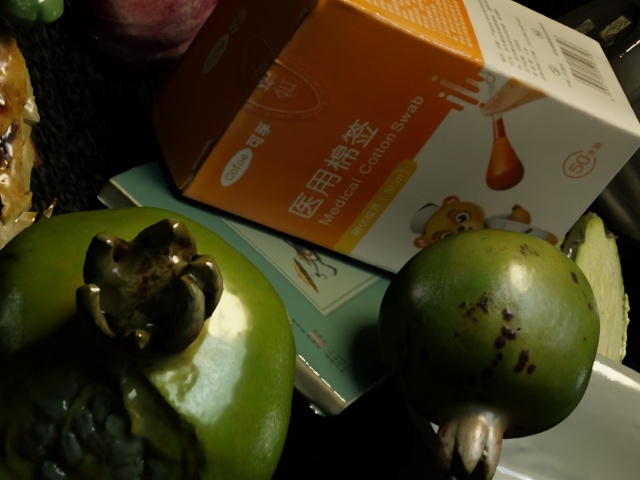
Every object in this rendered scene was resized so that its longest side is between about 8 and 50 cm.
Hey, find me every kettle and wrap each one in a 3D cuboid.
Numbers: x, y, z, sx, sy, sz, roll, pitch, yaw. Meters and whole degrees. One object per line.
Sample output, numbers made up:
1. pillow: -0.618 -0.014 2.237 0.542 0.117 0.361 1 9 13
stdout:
1. kettle: 0.357 -0.104 2.228 0.324 0.228 0.321 56 -1 -20

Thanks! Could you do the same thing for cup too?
1. cup: 0.198 0.234 1.651 0.347 0.163 0.347 20 25 -10

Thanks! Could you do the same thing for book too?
1. book: 0.000 0.000 1.646 0.264 0.031 0.379 43 28 11

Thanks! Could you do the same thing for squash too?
1. squash: 0.238 0.084 1.987 0.220 0.133 0.220 36 48 -55

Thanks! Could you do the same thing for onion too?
1. onion: -0.143 -0.286 1.670 0.227 0.120 0.283 55 30 -20

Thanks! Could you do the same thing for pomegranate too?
1. pomegranate: 0.130 0.095 1.496 0.180 0.180 0.209 36 50 -37
2. pomegranate: -0.121 0.068 1.239 0.236 0.302 0.236 5 59 -9

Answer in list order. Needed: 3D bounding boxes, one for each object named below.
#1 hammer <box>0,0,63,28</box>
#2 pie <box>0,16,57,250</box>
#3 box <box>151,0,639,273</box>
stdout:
1. hammer: -0.223 -0.288 1.459 0.206 0.119 0.335 1 49 -10
2. pie: -0.293 -0.089 1.308 0.308 0.085 0.308 37 38 -37
3. box: 0.062 -0.106 1.600 0.341 0.225 0.143 21 32 -28
